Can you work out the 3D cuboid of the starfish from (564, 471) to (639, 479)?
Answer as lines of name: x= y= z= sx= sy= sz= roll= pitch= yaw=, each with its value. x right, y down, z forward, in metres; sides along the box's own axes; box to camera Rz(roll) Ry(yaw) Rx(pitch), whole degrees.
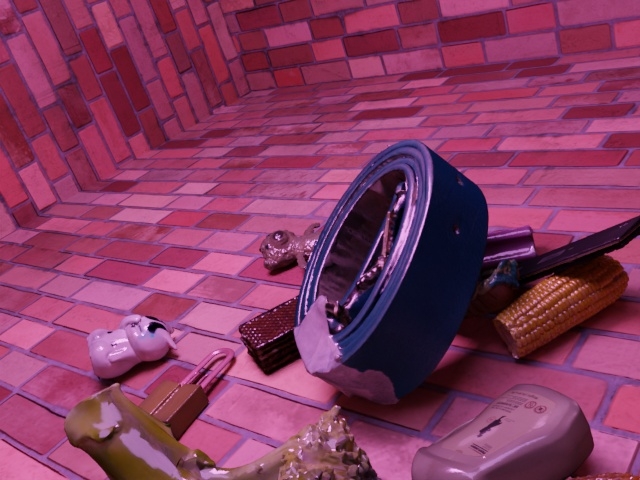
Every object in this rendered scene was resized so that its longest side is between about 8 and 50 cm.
starfish: x=0.251 y=0.295 z=0.704 sx=0.299 sy=0.060 sz=0.302 roll=-17 pitch=-21 yaw=-27

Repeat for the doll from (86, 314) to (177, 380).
doll: x=-0.402 y=0.220 z=1.408 sx=0.181 sy=0.106 sz=0.110 roll=-24 pitch=34 yaw=-8

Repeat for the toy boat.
toy boat: x=0.234 y=0.091 z=1.184 sx=0.108 sy=0.099 sz=0.293 roll=-36 pitch=12 yaw=-34

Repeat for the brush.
brush: x=-0.244 y=0.273 z=1.265 sx=0.103 sy=0.047 sz=0.233 roll=0 pitch=31 yaw=34

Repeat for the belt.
belt: x=0.114 y=0.049 z=1.132 sx=0.300 sy=0.173 sz=0.436 roll=-7 pitch=53 yaw=58

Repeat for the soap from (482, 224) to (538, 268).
soap: x=0.319 y=0.020 z=1.314 sx=0.203 sy=0.065 sz=0.122 roll=-10 pitch=0 yaw=18

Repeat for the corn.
corn: x=0.398 y=0.103 z=1.108 sx=0.244 sy=0.093 sz=0.093 roll=-27 pitch=27 yaw=-16

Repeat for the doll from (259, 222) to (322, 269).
doll: x=-0.005 y=0.013 z=1.591 sx=0.286 sy=0.091 sz=0.202 roll=14 pitch=51 yaw=33

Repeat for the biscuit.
biscuit: x=0.030 y=0.131 z=1.331 sx=0.389 sy=0.073 sz=0.107 roll=-27 pitch=28 yaw=-15

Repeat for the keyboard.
keyboard: x=0.401 y=0.036 z=1.138 sx=0.106 sy=0.027 sz=0.317 roll=-29 pitch=-3 yaw=-36

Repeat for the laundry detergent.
laundry detergent: x=0.212 y=0.285 z=0.867 sx=0.254 sy=0.091 sz=0.181 roll=-28 pitch=11 yaw=-16

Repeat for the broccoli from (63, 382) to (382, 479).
broccoli: x=-0.101 y=0.306 z=0.819 sx=0.353 sy=0.274 sz=0.397 roll=17 pitch=14 yaw=-37
